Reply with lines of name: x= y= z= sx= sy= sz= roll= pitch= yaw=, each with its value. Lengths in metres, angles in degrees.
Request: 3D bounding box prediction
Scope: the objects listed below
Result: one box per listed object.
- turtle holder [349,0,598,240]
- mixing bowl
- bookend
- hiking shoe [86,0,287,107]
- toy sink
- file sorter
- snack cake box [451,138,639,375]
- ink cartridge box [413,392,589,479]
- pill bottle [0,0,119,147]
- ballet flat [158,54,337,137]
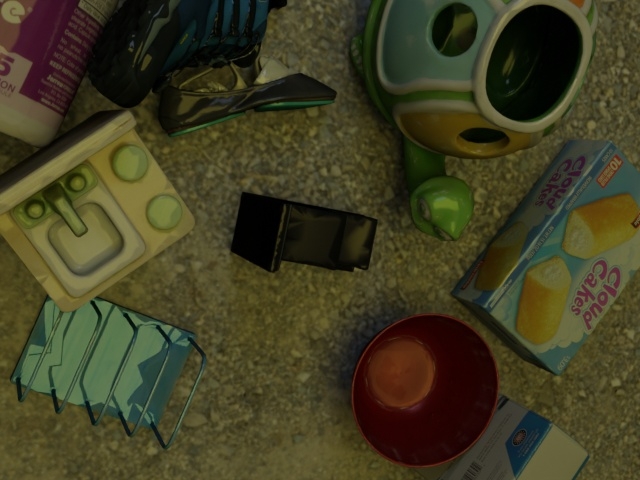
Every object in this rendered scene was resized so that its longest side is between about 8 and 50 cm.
turtle holder: x=0.157 y=-0.186 z=0.964 sx=0.320 sy=0.227 sz=0.243 roll=-46 pitch=117 yaw=6
mixing bowl: x=0.111 y=0.169 z=1.068 sx=0.181 sy=0.098 sz=0.181 roll=-1 pitch=96 yaw=-14
bookend: x=0.000 y=0.000 z=0.979 sx=0.157 sy=0.156 sz=0.072 roll=10 pitch=94 yaw=-22
hiking shoe: x=-0.109 y=-0.214 z=0.865 sx=0.132 sy=0.113 sz=0.304 roll=46 pitch=44 yaw=-23
toy sink: x=-0.223 y=-0.030 z=0.850 sx=0.153 sy=0.234 sz=0.131 roll=-37 pitch=108 yaw=-13
file sorter: x=-0.222 y=0.135 z=0.943 sx=0.170 sy=0.104 sz=0.118 roll=24 pitch=88 yaw=-21
snack cake box: x=0.311 y=0.019 z=1.132 sx=0.152 sy=0.089 sz=0.264 roll=41 pitch=83 yaw=-20
ink cartridge box: x=0.206 y=0.261 z=1.072 sx=0.082 sy=0.190 sz=0.140 roll=38 pitch=84 yaw=-22
pill bottle: x=-0.272 y=-0.254 z=0.836 sx=0.169 sy=0.169 sz=0.301 roll=25 pitch=88 yaw=-21
ballet flat: x=-0.080 y=-0.165 z=0.974 sx=0.203 sy=0.074 sz=0.074 roll=-14 pitch=102 yaw=-16
